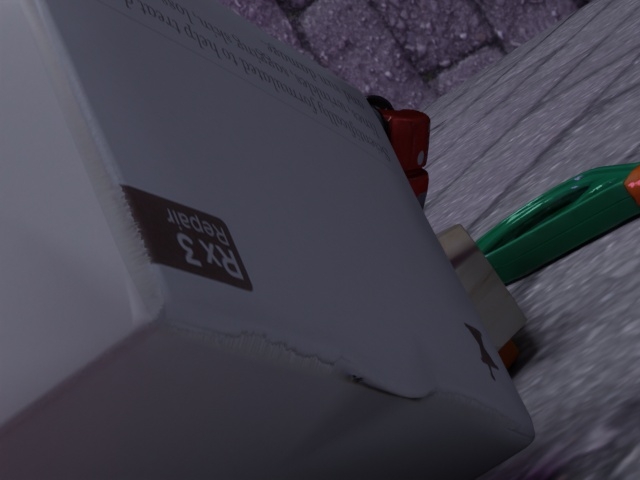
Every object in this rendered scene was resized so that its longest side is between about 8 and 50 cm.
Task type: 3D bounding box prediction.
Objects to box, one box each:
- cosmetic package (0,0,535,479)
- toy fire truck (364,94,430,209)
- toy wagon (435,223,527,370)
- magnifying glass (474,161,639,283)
[{"bbox_3d":[-0.153,0.083,0.480,0.385,0.156,0.217,-35,-28,16],"label":"cosmetic package"},{"bbox_3d":[-0.052,0.001,0.648,0.192,0.135,0.047,5,11,7],"label":"toy fire truck"},{"bbox_3d":[-0.065,0.107,0.702,0.344,0.068,0.267,-35,5,4],"label":"toy wagon"},{"bbox_3d":[0.151,-0.021,0.772,0.092,0.026,0.231,-37,4,-31],"label":"magnifying glass"}]
